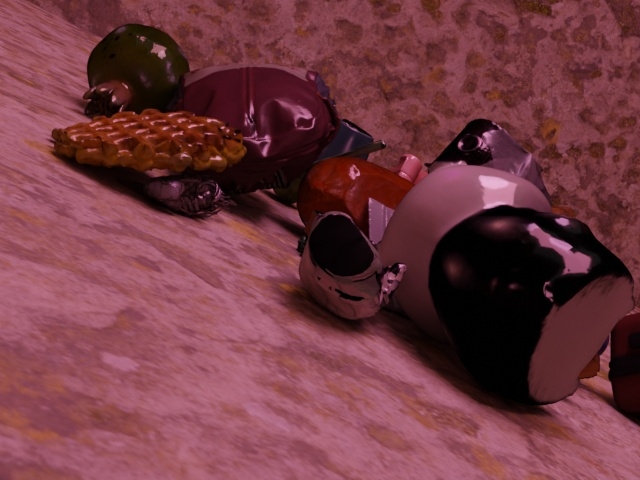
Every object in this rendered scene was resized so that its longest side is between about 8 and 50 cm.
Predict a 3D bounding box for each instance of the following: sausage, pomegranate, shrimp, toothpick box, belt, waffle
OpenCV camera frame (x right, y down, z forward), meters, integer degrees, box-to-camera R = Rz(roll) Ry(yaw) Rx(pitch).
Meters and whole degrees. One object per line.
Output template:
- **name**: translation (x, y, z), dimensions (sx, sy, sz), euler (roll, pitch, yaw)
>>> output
- **sausage**: translation (0.074, -0.049, 1.508), dimensions (0.268, 0.153, 0.141), euler (20, -15, -39)
- **pomegranate**: translation (-0.328, -0.272, 1.589), dimensions (0.187, 0.187, 0.225), euler (28, 37, 0)
- **shrimp**: translation (-0.162, -0.059, 1.191), dimensions (0.065, 0.057, 0.165), euler (15, 8, 43)
- **toothpick box**: translation (0.027, -0.150, 1.830), dimensions (0.120, 0.184, 0.120), euler (28, 10, -5)
- **belt**: translation (0.278, -0.058, 1.539), dimensions (0.184, 0.164, 0.289), euler (28, -21, 39)
- **waffle**: translation (-0.229, -0.129, 1.211), dimensions (0.243, 0.059, 0.238), euler (8, 19, 9)

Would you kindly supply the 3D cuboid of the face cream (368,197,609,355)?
- **face cream**: translation (0.259, 0.083, 1.388), dimensions (0.420, 0.137, 0.235), euler (23, 38, -18)

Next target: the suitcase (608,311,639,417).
- **suitcase**: translation (0.609, 0.184, 1.386), dimensions (0.236, 0.161, 0.297), euler (20, -26, -38)

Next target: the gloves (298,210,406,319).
- **gloves**: translation (0.029, 0.038, 1.090), dimensions (0.127, 0.111, 0.212), euler (25, -20, 12)

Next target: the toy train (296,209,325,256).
- **toy train**: translation (0.000, 0.000, 1.305), dimensions (0.044, 0.064, 0.103), euler (26, 9, -18)

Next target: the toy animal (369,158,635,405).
- **toy animal**: translation (0.214, 0.034, 1.158), dimensions (0.251, 0.251, 0.310), euler (18, 16, -48)

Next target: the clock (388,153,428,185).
- **clock**: translation (0.184, -0.028, 1.747), dimensions (0.241, 0.142, 0.227), euler (35, -19, -15)

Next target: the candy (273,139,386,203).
- **candy**: translation (0.011, -0.132, 1.600), dimensions (0.092, 0.093, 0.335), euler (44, -27, -20)

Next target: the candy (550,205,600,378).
- **candy**: translation (0.317, 0.071, 1.295), dimensions (0.143, 0.271, 0.101), euler (3, -23, -14)

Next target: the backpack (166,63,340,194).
- **backpack**: translation (-0.104, -0.168, 1.463), dimensions (0.283, 0.197, 0.317), euler (-9, 26, -2)
